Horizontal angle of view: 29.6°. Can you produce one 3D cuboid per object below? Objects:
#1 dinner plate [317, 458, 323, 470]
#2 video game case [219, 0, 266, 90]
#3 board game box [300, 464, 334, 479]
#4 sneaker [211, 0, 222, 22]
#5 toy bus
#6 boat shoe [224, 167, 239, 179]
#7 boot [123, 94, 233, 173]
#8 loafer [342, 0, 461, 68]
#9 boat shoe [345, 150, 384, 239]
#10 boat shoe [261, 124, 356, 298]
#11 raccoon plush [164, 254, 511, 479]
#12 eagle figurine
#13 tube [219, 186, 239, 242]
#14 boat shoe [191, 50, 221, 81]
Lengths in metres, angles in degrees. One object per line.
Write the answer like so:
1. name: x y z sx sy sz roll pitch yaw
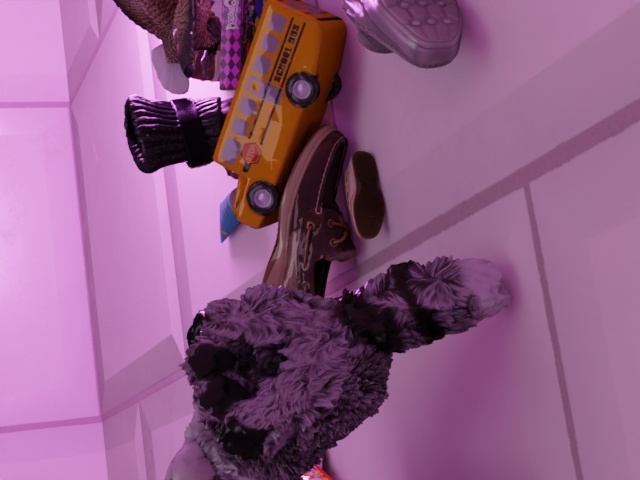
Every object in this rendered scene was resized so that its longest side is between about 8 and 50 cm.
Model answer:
1. dinner plate: -0.019 0.357 2.038 0.141 0.017 0.141 178 90 -68
2. video game case: -0.097 -0.355 1.924 0.210 0.042 0.232 -19 -66 -67
3. board game box: -0.010 0.446 1.960 0.193 0.045 0.147 29 124 59
4. sneaker: -0.160 -0.449 2.169 0.153 0.094 0.235 -102 33 -43
5. toy bus: -0.065 -0.190 1.838 0.130 0.108 0.333 26 109 15
6. boat shoe: -0.158 -0.144 2.247 0.178 0.064 0.060 -146 58 -60
7. boot: -0.174 -0.170 2.021 0.348 0.260 0.131 -153 61 -63
8. loafer: 0.099 -0.288 1.557 0.319 0.112 0.111 -113 23 -55
9. boat shoe: 0.062 -0.060 1.749 0.045 0.050 0.135 128 144 -63
10. boat shoe: 0.000 0.000 1.840 0.123 0.123 0.342 1 -74 -74
11. raccoon plush: 0.021 0.212 1.470 0.299 0.446 0.216 83 178 -50
12. eagle figurine: -0.236 -0.382 2.026 0.226 0.298 0.225 -6 82 24
13. tube: -0.170 -0.055 2.320 0.207 0.052 0.080 142 133 -70
14. boat shoe: -0.231 -0.437 2.341 0.095 0.095 0.257 -173 81 -67
